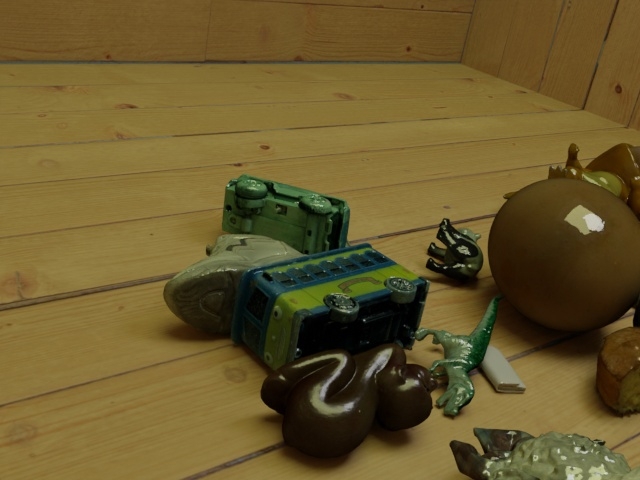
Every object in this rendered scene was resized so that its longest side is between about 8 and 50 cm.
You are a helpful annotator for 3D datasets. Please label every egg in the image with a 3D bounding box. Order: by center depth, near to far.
[{"bbox_3d":[0.490,0.022,1.613,0.301,0.301,0.374,5,23,-13],"label":"egg"}]

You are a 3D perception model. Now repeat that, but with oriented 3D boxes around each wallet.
[{"bbox_3d":[0.317,0.228,1.427,0.061,0.025,0.122,10,23,-19],"label":"wallet"}]

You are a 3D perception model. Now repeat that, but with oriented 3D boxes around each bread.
[{"bbox_3d":[0.582,0.220,1.435,0.260,0.129,0.134,0,25,-27],"label":"bread"}]

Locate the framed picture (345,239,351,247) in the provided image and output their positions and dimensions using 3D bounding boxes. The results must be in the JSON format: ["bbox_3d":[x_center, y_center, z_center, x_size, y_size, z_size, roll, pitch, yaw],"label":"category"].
[{"bbox_3d":[0.000,0.000,1.806,0.142,0.011,0.183,4,25,-15],"label":"framed picture"}]

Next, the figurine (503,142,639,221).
[{"bbox_3d":[0.723,-0.127,2.088,0.401,0.268,0.387,25,30,39],"label":"figurine"}]

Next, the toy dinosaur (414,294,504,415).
[{"bbox_3d":[0.242,0.168,1.436,0.129,0.076,0.383,16,37,14],"label":"toy dinosaur"}]

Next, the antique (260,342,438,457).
[{"bbox_3d":[0.056,0.239,1.182,0.257,0.121,0.143,-4,36,-29],"label":"antique"}]

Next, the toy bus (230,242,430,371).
[{"bbox_3d":[0.022,0.123,1.379,0.312,0.152,0.190,-12,34,-41],"label":"toy bus"}]

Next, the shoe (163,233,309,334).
[{"bbox_3d":[-0.163,0.065,1.470,0.342,0.132,0.210,-8,26,-43],"label":"shoe"}]

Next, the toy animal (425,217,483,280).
[{"bbox_3d":[0.310,0.019,1.798,0.121,0.093,0.225,23,16,4],"label":"toy animal"}]

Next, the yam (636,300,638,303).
[{"bbox_3d":[0.751,0.148,1.745,0.061,0.061,0.253,-9,32,-37],"label":"yam"}]

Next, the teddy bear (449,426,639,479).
[{"bbox_3d":[0.364,0.401,0.979,0.327,0.375,0.362,-12,-9,-40],"label":"teddy bear"}]

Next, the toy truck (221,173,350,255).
[{"bbox_3d":[-0.075,-0.045,1.688,0.279,0.155,0.156,15,21,20],"label":"toy truck"}]

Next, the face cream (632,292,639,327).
[{"bbox_3d":[0.646,0.143,1.542,0.073,0.073,0.283,22,-9,23],"label":"face cream"}]
